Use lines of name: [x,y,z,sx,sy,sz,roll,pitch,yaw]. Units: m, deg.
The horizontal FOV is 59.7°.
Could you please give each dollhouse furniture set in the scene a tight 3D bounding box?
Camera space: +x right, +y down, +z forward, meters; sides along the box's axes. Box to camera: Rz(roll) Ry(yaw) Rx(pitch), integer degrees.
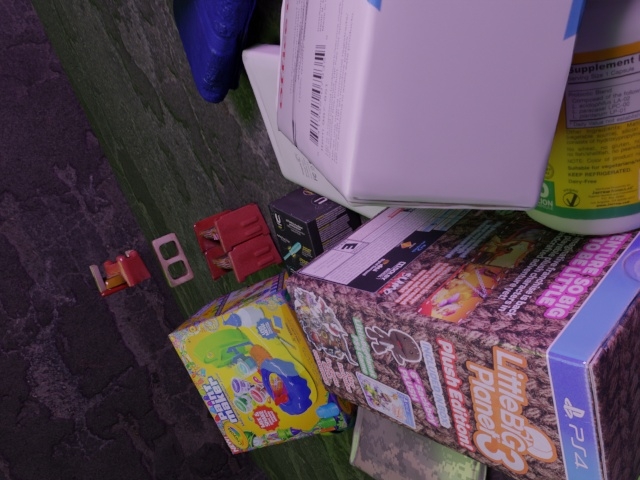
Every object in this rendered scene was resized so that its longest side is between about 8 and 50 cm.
dollhouse furniture set: [-0.306,0.055,1.263,0.201,0.374,0.152,-3,110,64]

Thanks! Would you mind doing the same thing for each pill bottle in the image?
pill bottle: [0.202,-0.119,0.415,0.117,0.117,0.208,26,139,51]

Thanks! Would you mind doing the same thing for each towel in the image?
towel: [-0.162,-0.382,0.860,0.308,0.076,0.228,136,118,-65]

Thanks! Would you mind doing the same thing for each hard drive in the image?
hard drive: [0.027,-0.147,0.782,0.353,0.047,0.233,30,146,48]

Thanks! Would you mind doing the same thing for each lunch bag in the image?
lunch bag: [0.176,0.192,0.730,0.235,0.169,0.287,10,96,53]

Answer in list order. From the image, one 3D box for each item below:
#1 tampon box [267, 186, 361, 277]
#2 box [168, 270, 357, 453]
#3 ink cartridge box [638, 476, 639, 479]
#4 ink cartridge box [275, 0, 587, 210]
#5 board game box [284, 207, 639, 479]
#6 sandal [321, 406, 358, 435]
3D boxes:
tampon box: [0.000,0.000,0.943,0.120,0.101,0.161,27,139,49]
box: [-0.099,0.242,1.148,0.279,0.177,0.290,-23,99,24]
ink cartridge box: [0.373,0.291,0.622,0.181,0.056,0.225,26,141,50]
ink cartridge box: [0.053,-0.171,0.429,0.307,0.129,0.223,-122,36,-67]
board game box: [0.157,0.059,0.510,0.291,0.232,0.141,10,127,48]
sandal: [-0.001,0.325,1.296,0.317,0.126,0.138,57,153,-14]
